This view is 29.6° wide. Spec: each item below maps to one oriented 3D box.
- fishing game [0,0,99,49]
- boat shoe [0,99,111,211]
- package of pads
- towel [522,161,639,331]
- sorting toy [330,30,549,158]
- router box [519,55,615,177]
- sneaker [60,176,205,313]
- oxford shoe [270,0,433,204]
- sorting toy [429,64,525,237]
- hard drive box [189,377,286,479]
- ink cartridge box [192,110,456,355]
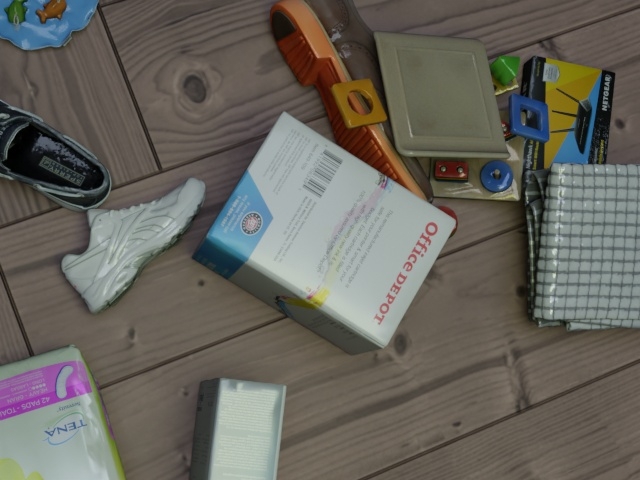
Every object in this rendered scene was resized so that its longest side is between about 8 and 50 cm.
[{"bbox_3d":[-0.398,-0.352,1.672,0.264,0.041,0.189,-42,89,-14],"label":"fishing game"},{"bbox_3d":[-0.417,-0.130,1.601,0.301,0.102,0.108,29,77,-6],"label":"boat shoe"},{"bbox_3d":[-0.364,0.299,1.531,0.229,0.101,0.297,-16,75,-13],"label":"package of pads"},{"bbox_3d":[0.418,0.005,1.722,0.283,0.121,0.235,-1,96,-18],"label":"towel"},{"bbox_3d":[0.159,-0.194,1.669,0.347,0.047,0.196,-1,68,-29],"label":"sorting toy"},{"bbox_3d":[0.360,-0.172,1.798,0.133,0.046,0.179,9,80,-10],"label":"router box"},{"bbox_3d":[-0.255,-0.016,1.628,0.115,0.090,0.232,45,75,1],"label":"sneaker"},{"bbox_3d":[0.076,-0.202,1.706,0.132,0.130,0.364,-30,90,-22],"label":"oxford shoe"},{"bbox_3d":[0.226,-0.136,1.744,0.132,0.046,0.275,4,79,9],"label":"sorting toy"},{"bbox_3d":[-0.115,0.298,1.560,0.089,0.181,0.232,9,81,-12],"label":"hard drive box"},{"bbox_3d":[0.000,0.000,1.619,0.270,0.197,0.198,32,76,-5],"label":"ink cartridge box"}]
